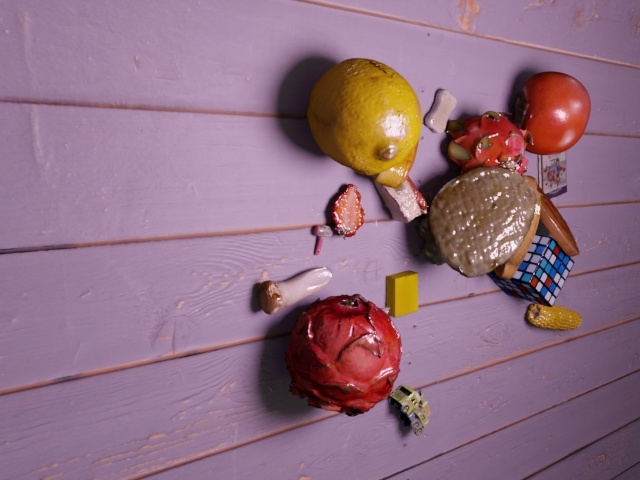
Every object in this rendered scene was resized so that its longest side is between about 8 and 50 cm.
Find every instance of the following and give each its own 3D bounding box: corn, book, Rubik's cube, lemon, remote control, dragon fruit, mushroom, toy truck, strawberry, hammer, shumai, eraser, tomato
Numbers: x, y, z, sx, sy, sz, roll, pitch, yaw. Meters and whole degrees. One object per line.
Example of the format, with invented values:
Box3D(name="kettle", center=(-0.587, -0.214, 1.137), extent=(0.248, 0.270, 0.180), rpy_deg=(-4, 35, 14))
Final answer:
Box3D(name="corn", center=(0.882, 0.290, 2.083), extent=(0.311, 0.102, 0.101), rpy_deg=(12, 93, -40))
Box3D(name="book", center=(0.836, -0.266, 1.969), extent=(0.158, 0.026, 0.230), rpy_deg=(-20, 111, -30))
Box3D(name="Rubik's cube", center=(0.709, 0.092, 1.862), extent=(0.184, 0.187, 0.182), rpy_deg=(37, 79, -32))
Box3D(name="lemon", center=(0.104, -0.284, 1.283), extent=(0.258, 0.310, 0.257), rpy_deg=(-15, 132, -17))
Box3D(name="remote control", center=(0.349, -0.375, 1.596), extent=(0.074, 0.032, 0.122), rpy_deg=(31, 81, -36))
Box3D(name="dragon fruit", center=(0.057, 0.289, 1.387), extent=(0.296, 0.296, 0.301), rpy_deg=(-12, 120, -33))
Box3D(name="mushroom", center=(-0.063, 0.119, 1.396), extent=(0.209, 0.071, 0.084), rpy_deg=(-19, 79, -34))
Box3D(name="toy truck", center=(0.292, 0.528, 1.730), extent=(0.100, 0.077, 0.168), rpy_deg=(-39, 119, -19))
Box3D(name="strawberry", center=(0.069, -0.075, 1.459), extent=(0.104, 0.048, 0.152), rpy_deg=(20, 75, -30))
Box3D(name="hammer", center=(0.000, 0.000, 1.439), extent=(0.053, 0.031, 0.083), rpy_deg=(7, 107, -33))
Box3D(name="shumai", center=(0.451, -0.048, 1.604), extent=(0.330, 0.291, 0.288), rpy_deg=(-39, 163, -1))
Box3D(name="eraser", center=(0.245, 0.157, 1.633), extent=(0.097, 0.045, 0.122), rpy_deg=(-8, 105, -33))
Box3D(name="dragon fruit", center=(0.492, -0.271, 1.610), extent=(0.224, 0.227, 0.223), rpy_deg=(-2, 95, -31))
Box3D(name="tomato", center=(0.714, -0.395, 1.714), extent=(0.225, 0.256, 0.255), rpy_deg=(13, 94, 6))

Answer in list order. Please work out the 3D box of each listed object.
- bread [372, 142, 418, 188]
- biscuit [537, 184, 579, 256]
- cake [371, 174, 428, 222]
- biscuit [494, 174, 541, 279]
Box3D(name="bread", center=(0.202, -0.255, 1.449), extent=(0.095, 0.102, 0.245), rpy_deg=(15, 75, -11))
Box3D(name="biscuit", center=(0.778, -0.076, 1.836), extent=(0.272, 0.049, 0.257), rpy_deg=(53, 26, -7))
Box3D(name="cake", center=(0.215, -0.143, 1.502), extent=(0.086, 0.117, 0.220), rpy_deg=(-36, 120, -17))
Box3D(name="biscuit", center=(0.604, -0.061, 1.724), extent=(0.057, 0.287, 0.343), rpy_deg=(5, 129, -2))
